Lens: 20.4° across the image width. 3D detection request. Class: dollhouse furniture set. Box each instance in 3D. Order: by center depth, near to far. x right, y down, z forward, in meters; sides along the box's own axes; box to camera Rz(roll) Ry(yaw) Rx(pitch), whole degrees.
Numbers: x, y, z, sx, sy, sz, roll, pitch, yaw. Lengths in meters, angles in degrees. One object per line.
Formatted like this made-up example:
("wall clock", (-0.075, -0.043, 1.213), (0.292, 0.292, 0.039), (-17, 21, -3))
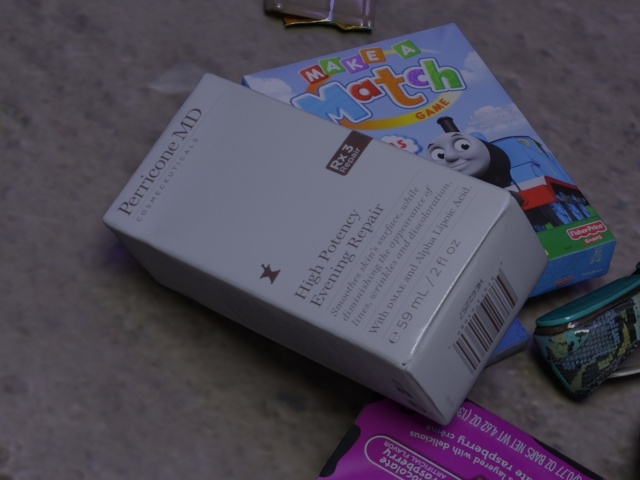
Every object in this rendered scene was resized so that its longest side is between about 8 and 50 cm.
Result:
("dollhouse furniture set", (-0.001, -0.211, 1.248), (0.076, 0.058, 0.151), (8, 75, -15))

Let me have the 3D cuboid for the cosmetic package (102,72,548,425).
("cosmetic package", (0.000, 0.000, 1.004), (0.231, 0.085, 0.117), (23, 72, 33))

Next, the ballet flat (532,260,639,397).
("ballet flat", (0.213, 0.040, 1.105), (0.188, 0.070, 0.070), (-27, 65, -22))

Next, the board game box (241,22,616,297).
("board game box", (0.063, -0.042, 1.121), (0.160, 0.039, 0.211), (-17, 51, -21))

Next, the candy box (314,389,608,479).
("candy box", (0.047, 0.198, 0.955), (0.159, 0.071, 0.233), (30, 57, 9))

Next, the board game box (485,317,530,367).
("board game box", (0.067, 0.045, 1.092), (0.090, 0.020, 0.090), (-23, 63, -25))
